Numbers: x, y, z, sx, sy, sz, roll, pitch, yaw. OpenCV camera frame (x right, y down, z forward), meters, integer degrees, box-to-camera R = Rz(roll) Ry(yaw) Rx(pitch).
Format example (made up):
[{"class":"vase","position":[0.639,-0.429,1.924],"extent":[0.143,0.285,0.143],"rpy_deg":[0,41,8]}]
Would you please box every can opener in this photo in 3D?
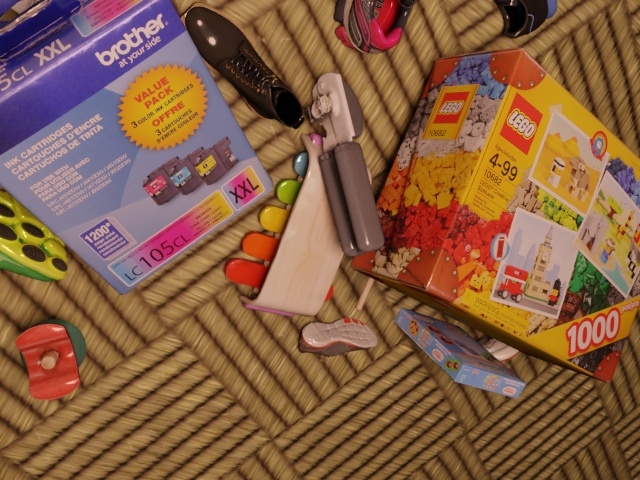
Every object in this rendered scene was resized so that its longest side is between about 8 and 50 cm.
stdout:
[{"class":"can opener","position":[0.046,-0.118,0.972],"extent":[0.093,0.074,0.281],"rpy_deg":[-6,81,-35]}]

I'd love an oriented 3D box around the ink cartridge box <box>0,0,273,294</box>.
[{"class":"ink cartridge box","position":[-0.258,-0.147,0.788],"extent":[0.270,0.151,0.395],"rpy_deg":[-36,141,-6]}]

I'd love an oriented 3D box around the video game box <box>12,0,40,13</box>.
[{"class":"video game box","position":[-0.330,-0.363,0.751],"extent":[0.205,0.048,0.187],"rpy_deg":[33,108,-17]}]

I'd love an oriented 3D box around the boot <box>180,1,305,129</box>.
[{"class":"boot","position":[-0.100,-0.241,0.897],"extent":[0.077,0.137,0.198],"rpy_deg":[-48,121,1]}]

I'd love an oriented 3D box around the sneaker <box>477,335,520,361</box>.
[{"class":"sneaker","position":[0.388,0.169,1.335],"extent":[0.225,0.088,0.093],"rpy_deg":[-34,103,-9]}]

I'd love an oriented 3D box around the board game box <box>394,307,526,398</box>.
[{"class":"board game box","position":[0.253,0.204,1.202],"extent":[0.160,0.211,0.039],"rpy_deg":[20,103,-29]}]

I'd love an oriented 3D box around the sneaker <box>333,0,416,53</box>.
[{"class":"sneaker","position":[0.118,-0.416,0.935],"extent":[0.120,0.112,0.299],"rpy_deg":[6,108,-26]}]

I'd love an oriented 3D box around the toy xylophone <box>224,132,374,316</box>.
[{"class":"toy xylophone","position":[0.000,0.000,1.077],"extent":[0.236,0.081,0.323],"rpy_deg":[24,100,-31]}]

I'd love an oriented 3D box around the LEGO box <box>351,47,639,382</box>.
[{"class":"LEGO box","position":[0.346,-0.021,1.098],"extent":[0.500,0.193,0.373],"rpy_deg":[26,84,-34]}]

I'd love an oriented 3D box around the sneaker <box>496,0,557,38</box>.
[{"class":"sneaker","position":[0.309,-0.435,1.030],"extent":[0.090,0.081,0.232],"rpy_deg":[-37,123,-14]}]

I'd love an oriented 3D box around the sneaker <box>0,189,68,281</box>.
[{"class":"sneaker","position":[-0.482,-0.009,0.861],"extent":[0.295,0.110,0.123],"rpy_deg":[23,129,-35]}]

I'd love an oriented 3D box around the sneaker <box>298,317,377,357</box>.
[{"class":"sneaker","position":[0.028,0.184,1.195],"extent":[0.157,0.061,0.065],"rpy_deg":[7,135,-26]}]

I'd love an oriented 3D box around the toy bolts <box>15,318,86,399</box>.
[{"class":"toy bolts","position":[-0.451,0.142,0.909],"extent":[0.228,0.158,0.219],"rpy_deg":[-9,96,-16]}]
